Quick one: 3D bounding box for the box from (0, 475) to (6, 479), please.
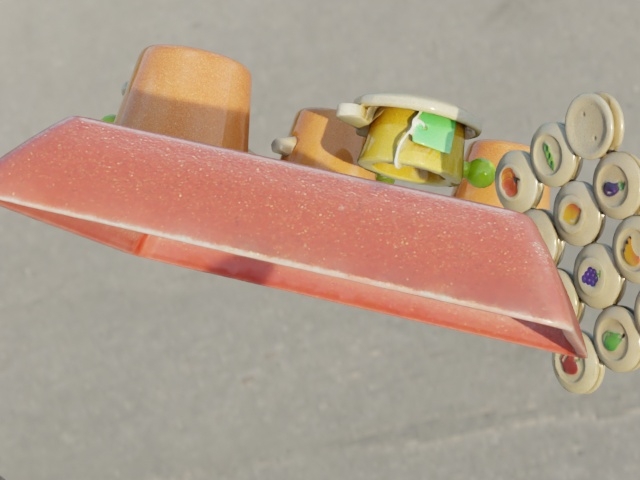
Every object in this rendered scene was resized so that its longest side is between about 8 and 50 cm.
[{"bbox_3d":[-0.349,0.333,1.111,0.343,0.179,0.313,-7,71,0],"label":"box"}]

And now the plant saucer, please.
[{"bbox_3d":[0.000,0.000,0.813,0.259,0.258,0.048,12,86,11],"label":"plant saucer"}]

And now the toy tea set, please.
[{"bbox_3d":[0.001,-0.033,1.160,0.336,0.200,0.124,11,83,3],"label":"toy tea set"}]

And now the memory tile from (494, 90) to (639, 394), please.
[{"bbox_3d":[0.146,0.002,0.952,0.012,0.148,0.113,-6,-19,-34],"label":"memory tile"}]
